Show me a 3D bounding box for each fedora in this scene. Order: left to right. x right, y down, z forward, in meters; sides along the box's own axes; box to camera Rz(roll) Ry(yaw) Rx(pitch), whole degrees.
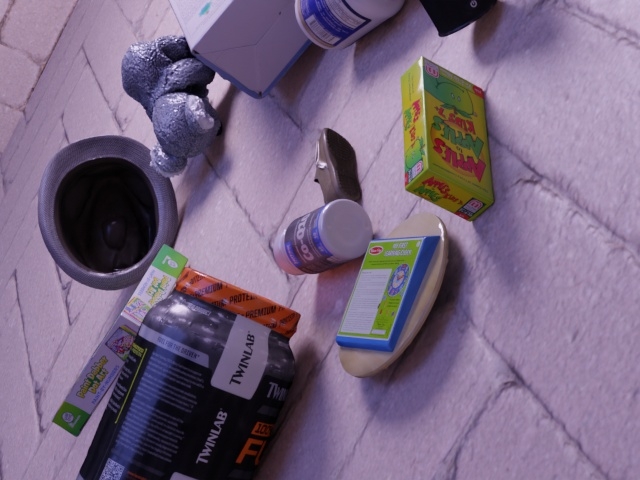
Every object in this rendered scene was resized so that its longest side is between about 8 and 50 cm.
[{"bbox_3d":[-0.374,-0.040,2.292,0.124,0.244,0.275,97,156,-78],"label":"fedora"}]

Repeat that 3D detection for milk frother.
[{"bbox_3d":[0.143,-0.334,1.578,0.129,0.134,0.143,-42,17,-26],"label":"milk frother"}]

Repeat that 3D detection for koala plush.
[{"bbox_3d":[-0.245,-0.231,2.235,0.196,0.203,0.221,-44,44,40],"label":"koala plush"}]

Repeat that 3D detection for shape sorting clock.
[{"bbox_3d":[0.083,0.062,1.460,0.206,0.040,0.206,-51,26,36],"label":"shape sorting clock"}]

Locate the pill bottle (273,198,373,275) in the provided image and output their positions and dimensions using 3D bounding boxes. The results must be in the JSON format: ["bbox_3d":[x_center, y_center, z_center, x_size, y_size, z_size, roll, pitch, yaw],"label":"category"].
[{"bbox_3d":[0.000,0.000,1.637,0.137,0.078,0.078,-25,47,56],"label":"pill bottle"}]

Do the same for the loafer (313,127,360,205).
[{"bbox_3d":[0.015,-0.095,1.719,0.050,0.056,0.148,-44,32,28],"label":"loafer"}]

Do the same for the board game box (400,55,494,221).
[{"bbox_3d":[0.141,-0.116,1.440,0.043,0.092,0.181,-43,33,39],"label":"board game box"}]

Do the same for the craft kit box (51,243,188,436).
[{"bbox_3d":[-0.321,0.158,2.077,0.246,0.061,0.250,-51,8,26],"label":"craft kit box"}]

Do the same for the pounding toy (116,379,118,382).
[{"bbox_3d":[-0.252,0.261,1.893,0.181,0.094,0.206,-55,26,24],"label":"pounding toy"}]

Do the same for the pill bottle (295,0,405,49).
[{"bbox_3d":[0.056,-0.350,1.797,0.187,0.112,0.112,-25,47,55],"label":"pill bottle"}]

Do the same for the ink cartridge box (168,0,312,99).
[{"bbox_3d":[-0.105,-0.431,2.102,0.270,0.151,0.395,-48,29,11],"label":"ink cartridge box"}]

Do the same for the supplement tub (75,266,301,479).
[{"bbox_3d":[-0.162,0.217,1.616,0.207,0.207,0.338,18,85,66],"label":"supplement tub"}]
